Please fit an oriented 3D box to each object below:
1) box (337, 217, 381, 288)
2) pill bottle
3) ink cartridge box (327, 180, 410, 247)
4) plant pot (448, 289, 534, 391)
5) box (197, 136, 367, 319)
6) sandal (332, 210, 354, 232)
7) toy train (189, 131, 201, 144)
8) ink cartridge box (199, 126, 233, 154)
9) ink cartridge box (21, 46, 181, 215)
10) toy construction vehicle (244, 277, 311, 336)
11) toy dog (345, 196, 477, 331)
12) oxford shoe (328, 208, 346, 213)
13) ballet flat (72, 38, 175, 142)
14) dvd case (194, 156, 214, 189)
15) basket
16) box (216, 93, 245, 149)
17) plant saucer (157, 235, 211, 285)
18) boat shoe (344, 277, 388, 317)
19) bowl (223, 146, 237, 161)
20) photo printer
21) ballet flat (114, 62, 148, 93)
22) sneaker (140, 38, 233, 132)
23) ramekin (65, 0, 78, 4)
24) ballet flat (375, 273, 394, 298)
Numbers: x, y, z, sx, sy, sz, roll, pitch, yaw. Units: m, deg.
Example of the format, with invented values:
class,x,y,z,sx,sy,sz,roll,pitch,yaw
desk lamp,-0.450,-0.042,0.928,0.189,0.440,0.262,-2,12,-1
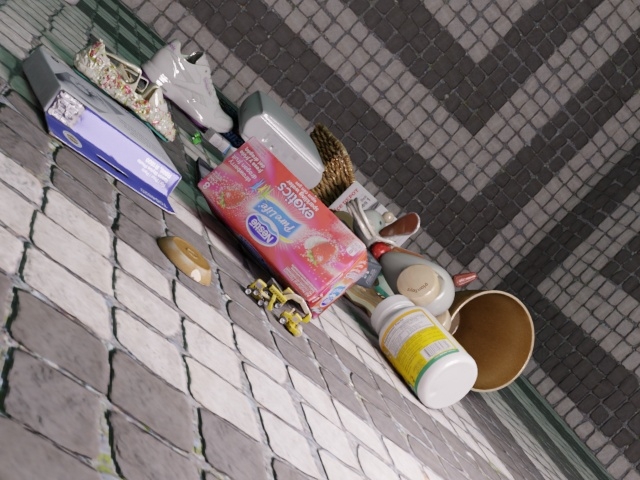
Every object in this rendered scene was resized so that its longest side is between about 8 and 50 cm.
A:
class,x,y,z,sx,sy,sz,roll,pitch,yaw
box,0.000,0.000,1.656,0.183,0.059,0.233,20,16,-27
pill bottle,0.177,0.191,1.451,0.117,0.117,0.208,37,9,-43
ink cartridge box,0.117,-0.032,2.240,0.219,0.160,0.092,43,-10,5
plant pot,0.345,0.215,1.965,0.237,0.237,0.254,41,-7,-20
box,-0.056,-0.018,1.247,0.257,0.122,0.128,45,-11,15
sandal,0.062,0.032,2.018,0.240,0.088,0.079,-108,-162,-47
toy train,-0.278,-0.228,1.822,0.024,0.017,0.083,52,5,-10
ink cartridge box,-0.259,-0.252,2.023,0.083,0.028,0.048,38,8,-36
ink cartridge box,-0.295,-0.153,1.122,0.223,0.045,0.224,38,9,-42
toy construction vehicle,-0.053,0.084,1.115,0.098,0.035,0.086,43,7,-2
toy dog,0.198,0.035,1.675,0.334,0.161,0.220,61,-4,20
oxford shoe,0.025,-0.050,2.138,0.271,0.098,0.097,45,8,17
ballet flat,-0.339,-0.272,1.476,0.241,0.077,0.091,39,7,-37
dvd case,-0.169,-0.080,1.529,0.164,0.018,0.221,41,7,-18
basket,0.029,-0.184,2.475,0.213,0.223,0.299,40,7,-27
box,-0.299,-0.371,2.367,0.295,0.073,0.293,41,8,-28
plant saucer,-0.159,0.020,0.976,0.083,0.015,0.083,42,7,-6
boat shoe,0.092,0.101,1.702,0.190,0.072,0.068,40,8,-27
bowl,-0.158,-0.141,1.829,0.142,0.053,0.142,44,6,11
photo printer,-0.113,-0.283,2.232,0.256,0.107,0.307,43,12,-21
ballet flat,-0.350,-0.289,1.620,0.168,0.052,0.057,41,7,-25
sneaker,-0.305,-0.383,2.050,0.305,0.152,0.114,39,6,-45
ramekin,-0.700,-0.745,2.081,0.273,0.127,0.273,43,6,-6
ballet flat,0.144,0.110,1.893,0.083,0.087,0.247,44,7,6
